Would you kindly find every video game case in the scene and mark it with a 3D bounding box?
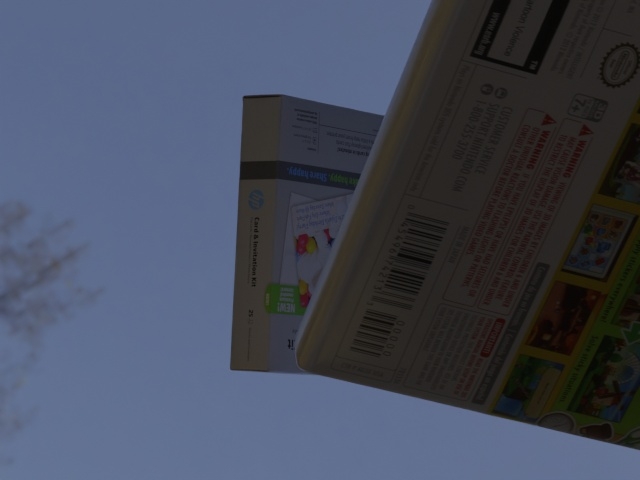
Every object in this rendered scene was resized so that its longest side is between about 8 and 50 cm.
[{"bbox_3d":[0.122,-0.020,0.754,0.026,0.206,0.227,-96,-156,-57],"label":"video game case"}]

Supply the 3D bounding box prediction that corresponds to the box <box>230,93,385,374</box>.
[{"bbox_3d":[0.000,0.000,1.381,0.038,0.145,0.186,1,-94,38],"label":"box"}]
